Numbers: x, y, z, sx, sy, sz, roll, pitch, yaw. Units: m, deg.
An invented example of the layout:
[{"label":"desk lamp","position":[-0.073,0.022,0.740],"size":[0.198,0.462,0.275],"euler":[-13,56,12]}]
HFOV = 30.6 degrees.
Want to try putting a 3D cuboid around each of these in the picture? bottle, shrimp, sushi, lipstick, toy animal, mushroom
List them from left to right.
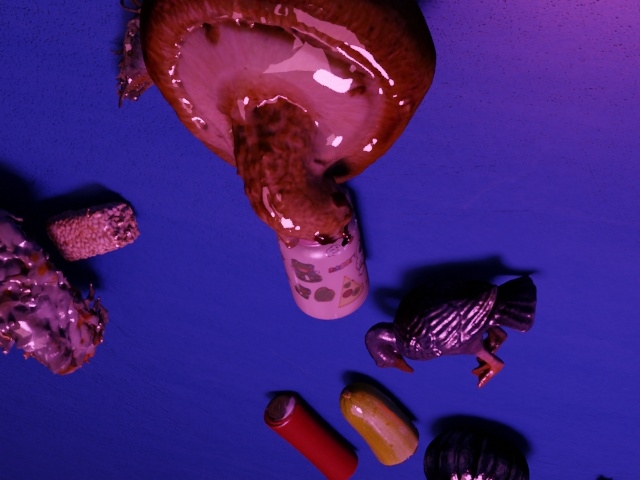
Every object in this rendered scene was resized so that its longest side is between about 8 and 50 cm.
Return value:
[{"label":"sushi","position":[-0.525,0.078,1.911],"size":[0.417,0.176,0.417],"euler":[30,159,13]},{"label":"shrimp","position":[-0.241,-0.272,1.424],"size":[0.169,0.058,0.296],"euler":[32,141,-9]},{"label":"mushroom","position":[-0.033,-0.170,1.276],"size":[0.345,0.260,0.345],"euler":[11,146,8]},{"label":"lipstick","position":[-0.016,0.384,2.260],"size":[0.080,0.080,0.241],"euler":[-8,139,35]},{"label":"bottle","position":[0.000,0.000,1.644],"size":[0.120,0.120,0.253],"euler":[9,147,14]},{"label":"toy animal","position":[0.198,0.132,1.740],"size":[0.185,0.122,0.298],"euler":[29,145,-15]}]

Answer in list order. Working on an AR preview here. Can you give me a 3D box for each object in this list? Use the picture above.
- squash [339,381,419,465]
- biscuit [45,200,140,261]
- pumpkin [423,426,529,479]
[{"label":"squash","position":[0.099,0.315,2.095],"size":[0.095,0.095,0.188],"euler":[-7,137,33]},{"label":"biscuit","position":[-0.361,-0.017,1.837],"size":[0.168,0.070,0.082],"euler":[-13,103,41]},{"label":"pumpkin","position":[0.279,0.411,2.104],"size":[0.194,0.150,0.194],"euler":[38,174,5]}]
